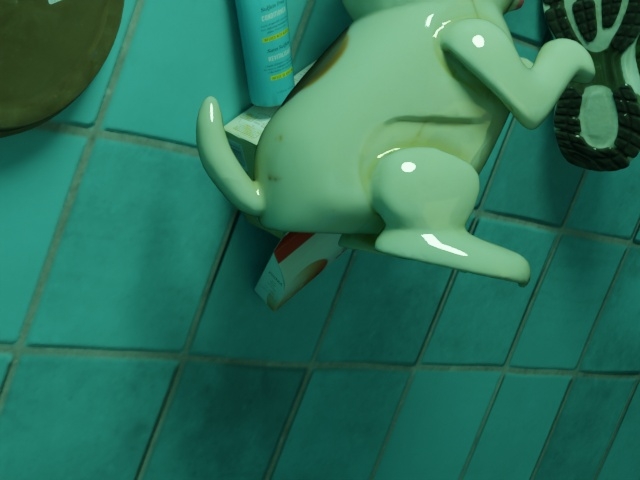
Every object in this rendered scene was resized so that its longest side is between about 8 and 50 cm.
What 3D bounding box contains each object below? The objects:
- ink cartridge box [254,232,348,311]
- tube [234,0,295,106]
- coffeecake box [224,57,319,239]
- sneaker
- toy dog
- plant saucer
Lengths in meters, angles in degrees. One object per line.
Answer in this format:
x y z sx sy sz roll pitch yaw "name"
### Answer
0.000 0.000 1.665 0.145 0.045 0.179 -40 173 -27 "ink cartridge box"
-0.064 -0.250 1.509 0.080 0.052 0.207 -35 130 -40 "tube"
-0.015 -0.115 1.626 0.185 0.068 0.142 -38 136 -27 "coffeecake box"
0.401 -0.314 1.972 0.182 0.158 0.410 -64 156 -56 "sneaker"
0.088 -0.187 1.492 0.284 0.395 0.408 157 -54 -88 "toy dog"
-0.285 -0.220 1.273 0.278 0.041 0.278 -27 130 -37 "plant saucer"
